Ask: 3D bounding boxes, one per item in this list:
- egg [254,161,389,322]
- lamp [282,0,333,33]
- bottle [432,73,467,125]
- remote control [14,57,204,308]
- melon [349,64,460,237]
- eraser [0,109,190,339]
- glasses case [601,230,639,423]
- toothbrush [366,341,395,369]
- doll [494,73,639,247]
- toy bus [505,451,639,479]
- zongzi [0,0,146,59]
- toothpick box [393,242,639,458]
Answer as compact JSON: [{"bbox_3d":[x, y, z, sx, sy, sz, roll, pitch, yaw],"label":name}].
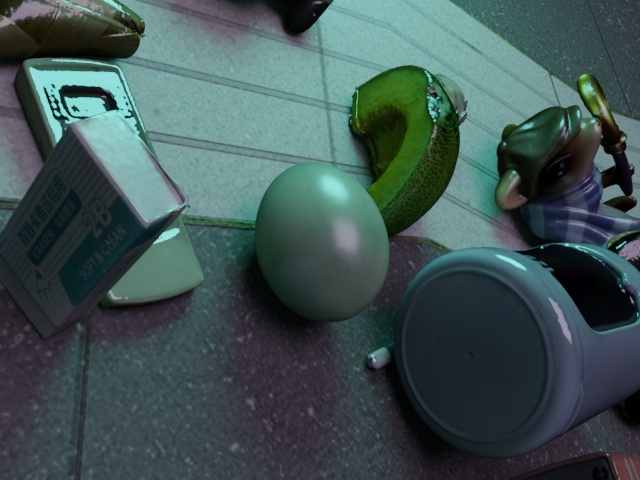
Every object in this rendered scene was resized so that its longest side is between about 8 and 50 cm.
[{"bbox_3d":[0.000,0.000,0.809,0.149,0.149,0.192,1,60,-40],"label":"egg"},{"bbox_3d":[-0.069,-0.438,1.031,0.244,0.197,0.198,43,39,-44],"label":"lamp"},{"bbox_3d":[0.179,-0.223,1.150,0.152,0.099,0.099,-8,69,-47],"label":"bottle"},{"bbox_3d":[-0.219,-0.065,0.748,0.123,0.038,0.285,-10,70,-44],"label":"remote control"},{"bbox_3d":[0.138,-0.129,0.997,0.129,0.169,0.265,23,52,-29],"label":"melon"},{"bbox_3d":[-0.200,-0.004,0.586,0.096,0.225,0.052,53,43,1],"label":"eraser"},{"bbox_3d":[0.505,0.141,1.114,0.122,0.082,0.321,-22,106,-19],"label":"glasses case"},{"bbox_3d":[0.157,0.116,0.958,0.288,0.026,0.024,-18,78,-45],"label":"toothbrush"},{"bbox_3d":[0.451,-0.080,1.200,0.340,0.209,0.318,45,51,-12],"label":"doll"},{"bbox_3d":[0.343,0.462,0.765,0.233,0.203,0.427,15,52,-39],"label":"toy bus"},{"bbox_3d":[-0.285,-0.216,0.769,0.160,0.078,0.176,28,58,-24],"label":"zongzi"},{"bbox_3d":[0.283,0.130,0.912,0.354,0.263,0.263,-4,66,-45],"label":"toothpick box"}]
